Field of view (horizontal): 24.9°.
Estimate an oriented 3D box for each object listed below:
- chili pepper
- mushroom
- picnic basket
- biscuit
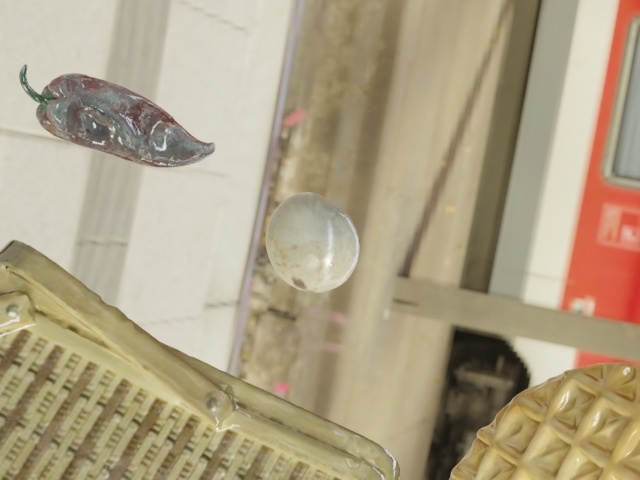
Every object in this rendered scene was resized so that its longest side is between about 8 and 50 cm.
[{"bbox_3d":[-0.152,-0.087,1.063,0.050,0.153,0.041,-61,-152,23],"label":"chili pepper"},{"bbox_3d":[0.000,0.000,1.209,0.079,0.085,0.085,-13,114,-57],"label":"mushroom"},{"bbox_3d":[-0.135,0.142,0.756,0.228,0.313,0.175,95,21,-60],"label":"picnic basket"},{"bbox_3d":[0.176,0.179,0.947,0.040,0.309,0.204,23,64,-36],"label":"biscuit"}]
